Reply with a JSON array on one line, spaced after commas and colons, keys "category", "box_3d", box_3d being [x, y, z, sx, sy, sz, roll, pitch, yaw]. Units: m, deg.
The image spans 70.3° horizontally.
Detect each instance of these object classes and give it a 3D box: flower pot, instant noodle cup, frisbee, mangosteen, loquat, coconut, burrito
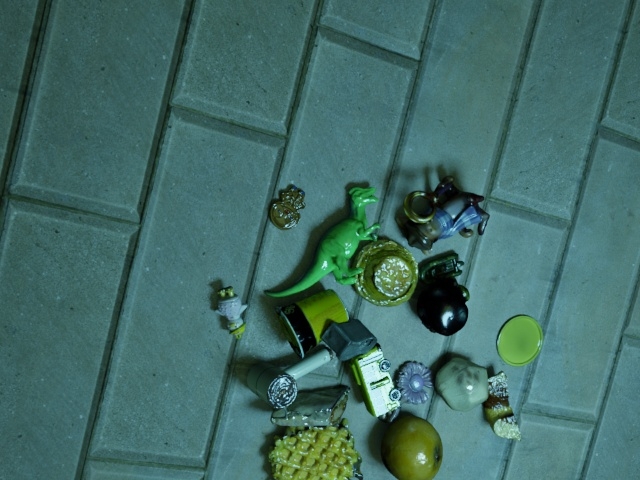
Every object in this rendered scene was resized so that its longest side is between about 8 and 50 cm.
[{"category": "flower pot", "box_3d": [0.112, 0.372, 1.709, 0.229, 0.108, 0.103, 6, 120, -51]}, {"category": "instant noodle cup", "box_3d": [-0.029, 0.300, 1.738, 0.236, 0.215, 0.216, -27, 101, -18]}, {"category": "frisbee", "box_3d": [0.897, 0.452, 2.047, 0.235, 0.017, 0.236, -1, 95, -13]}, {"category": "mangosteen", "box_3d": [0.501, 0.266, 1.840, 0.242, 0.243, 0.243, -1, 96, -13]}, {"category": "loquat", "box_3d": [0.377, 0.852, 1.849, 0.262, 0.263, 0.264, -1, 96, -13]}, {"category": "coconut", "box_3d": [0.597, 0.594, 1.901, 0.223, 0.224, 0.225, -1, 96, -13]}, {"category": "burrito", "box_3d": [-0.029, 0.658, 1.777, 0.347, 0.175, 0.107, -1, 113, -13]}]

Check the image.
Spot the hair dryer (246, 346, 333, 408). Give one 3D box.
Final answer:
[{"category": "hair dryer", "box_3d": [-0.087, 0.500, 1.759, 0.361, 0.203, 0.128, -22, 100, -29]}]

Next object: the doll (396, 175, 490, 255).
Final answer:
[{"category": "doll", "box_3d": [0.486, -0.095, 1.799, 0.339, 0.209, 0.318, -32, 98, -6]}]

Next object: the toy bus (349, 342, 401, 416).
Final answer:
[{"category": "toy bus", "box_3d": [0.213, 0.552, 1.825, 0.149, 0.128, 0.262, -19, 89, -12]}]

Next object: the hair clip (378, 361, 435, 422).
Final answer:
[{"category": "hair clip", "box_3d": [0.358, 0.653, 1.916, 0.173, 0.069, 0.300, 39, 86, -12]}]

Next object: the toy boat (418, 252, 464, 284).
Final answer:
[{"category": "toy boat", "box_3d": [0.502, 0.124, 1.905, 0.210, 0.052, 0.104, -17, 102, -12]}]

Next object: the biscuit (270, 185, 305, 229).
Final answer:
[{"category": "biscuit", "box_3d": [-0.124, -0.124, 1.750, 0.124, 0.026, 0.175, 28, 89, -15]}]

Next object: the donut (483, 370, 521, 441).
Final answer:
[{"category": "donut", "box_3d": [0.770, 0.712, 1.989, 0.112, 0.151, 0.296, -11, 85, 2]}]

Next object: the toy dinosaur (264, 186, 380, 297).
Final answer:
[{"category": "toy dinosaur", "box_3d": [0.000, 0.000, 1.758, 0.498, 0.144, 0.375, -10, 76, 5]}]

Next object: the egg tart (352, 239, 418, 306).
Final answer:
[{"category": "egg tart", "box_3d": [0.270, 0.139, 1.818, 0.293, 0.123, 0.295, -2, 97, -14]}]

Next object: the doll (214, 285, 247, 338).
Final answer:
[{"category": "doll", "box_3d": [-0.333, 0.274, 1.715, 0.128, 0.081, 0.208, -12, 101, 8]}]

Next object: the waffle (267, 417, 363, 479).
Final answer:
[{"category": "waffle", "box_3d": [-0.024, 0.895, 1.844, 0.379, 0.095, 0.383, -13, 101, -11]}]
